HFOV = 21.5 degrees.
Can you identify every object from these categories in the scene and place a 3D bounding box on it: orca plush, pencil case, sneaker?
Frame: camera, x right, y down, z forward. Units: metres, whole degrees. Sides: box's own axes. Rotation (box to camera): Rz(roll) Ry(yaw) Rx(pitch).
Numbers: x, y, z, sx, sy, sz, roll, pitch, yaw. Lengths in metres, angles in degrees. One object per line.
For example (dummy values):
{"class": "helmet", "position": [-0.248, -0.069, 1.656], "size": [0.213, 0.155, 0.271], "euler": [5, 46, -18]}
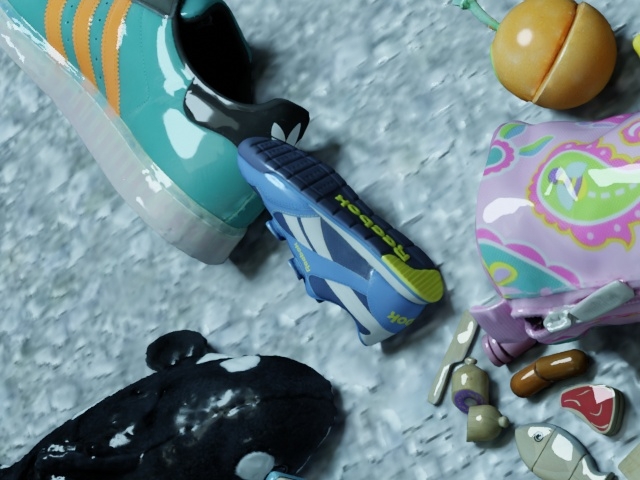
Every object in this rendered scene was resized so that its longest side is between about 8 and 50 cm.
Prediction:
{"class": "orca plush", "position": [-0.135, 0.117, 0.996], "size": [0.287, 0.102, 0.151], "euler": [-3, 72, 37]}
{"class": "pencil case", "position": [0.206, -0.018, 0.771], "size": [0.284, 0.124, 0.124], "euler": [-11, 68, 33]}
{"class": "sneaker", "position": [0.000, 0.000, 0.946], "size": [0.144, 0.053, 0.059], "euler": [45, 119, 14]}
{"class": "sneaker", "position": [-0.113, -0.123, 1.070], "size": [0.121, 0.108, 0.302], "euler": [-48, 60, 13]}

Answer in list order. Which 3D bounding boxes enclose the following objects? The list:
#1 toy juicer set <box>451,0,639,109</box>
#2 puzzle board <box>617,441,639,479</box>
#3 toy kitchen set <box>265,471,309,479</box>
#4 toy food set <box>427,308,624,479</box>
{"class": "toy juicer set", "position": [0.201, -0.185, 0.857], "size": [0.329, 0.089, 0.209], "euler": [-24, 61, 28]}
{"class": "puzzle board", "position": [0.205, 0.087, 0.781], "size": [0.128, 0.011, 0.096], "euler": [-47, 29, 7]}
{"class": "toy kitchen set", "position": [-0.062, 0.207, 0.897], "size": [0.166, 0.122, 0.207], "euler": [25, 90, 40]}
{"class": "toy food set", "position": [0.108, 0.078, 0.880], "size": [0.122, 0.019, 0.078], "euler": [22, 88, 40]}
